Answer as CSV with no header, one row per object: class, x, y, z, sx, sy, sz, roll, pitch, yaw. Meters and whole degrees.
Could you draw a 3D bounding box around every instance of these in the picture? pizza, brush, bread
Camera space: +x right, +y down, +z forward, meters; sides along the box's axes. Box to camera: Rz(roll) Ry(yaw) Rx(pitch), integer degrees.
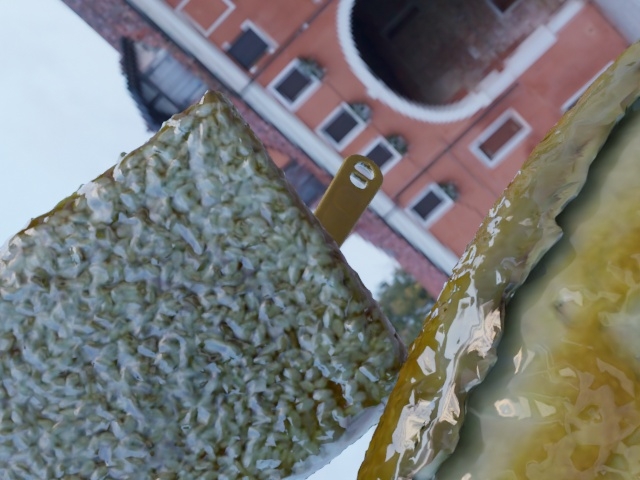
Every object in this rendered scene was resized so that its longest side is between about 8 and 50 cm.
pizza,0.203,0.160,0.406,0.406,0.440,0.130,23,165,0
brush,0.000,0.000,0.894,0.103,0.013,0.272,37,-142,-4
bread,-0.091,0.064,0.549,0.184,0.234,0.110,55,178,-8
